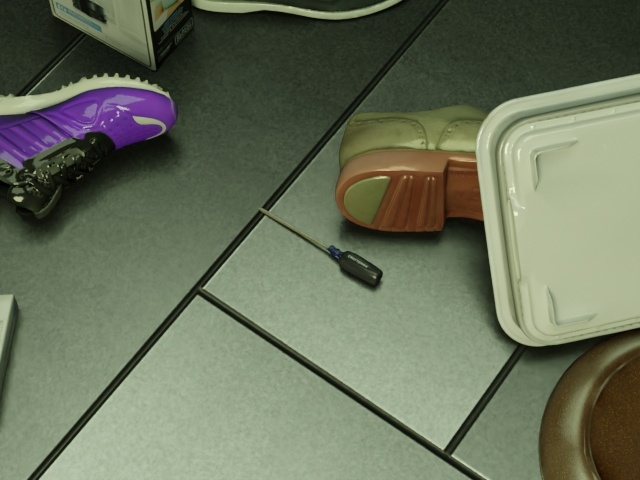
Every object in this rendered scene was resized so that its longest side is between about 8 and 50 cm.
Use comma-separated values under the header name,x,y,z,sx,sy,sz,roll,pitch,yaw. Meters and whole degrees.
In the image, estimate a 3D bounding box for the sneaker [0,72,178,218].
name,x,y,z,sx,sy,sz,roll,pitch,yaw
sneaker,-0.304,-0.095,1.555,0.293,0.102,0.146,-8,66,-1

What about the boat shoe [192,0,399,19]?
name,x,y,z,sx,sy,sz,roll,pitch,yaw
boat shoe,-0.027,-0.343,1.694,0.302,0.091,0.114,-6,62,-5

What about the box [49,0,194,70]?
name,x,y,z,sx,sy,sz,roll,pitch,yaw
box,-0.246,-0.345,1.578,0.169,0.290,0.087,31,65,13

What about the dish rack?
name,x,y,z,sx,sy,sz,roll,pitch,yaw
dish rack,0.343,-0.031,1.444,0.333,0.285,0.072,-11,19,-5

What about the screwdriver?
name,x,y,z,sx,sy,sz,roll,pitch,yaw
screwdriver,0.000,0.000,1.549,0.170,0.024,0.025,35,95,18

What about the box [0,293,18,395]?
name,x,y,z,sx,sy,sz,roll,pitch,yaw
box,-0.432,0.121,1.461,0.186,0.038,0.145,4,61,0

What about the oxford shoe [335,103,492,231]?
name,x,y,z,sx,sy,sz,roll,pitch,yaw
oxford shoe,0.216,-0.097,1.545,0.397,0.140,0.146,4,50,-4

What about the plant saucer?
name,x,y,z,sx,sy,sz,roll,pitch,yaw
plant saucer,0.388,0.222,1.424,0.310,0.050,0.311,1,61,-2
